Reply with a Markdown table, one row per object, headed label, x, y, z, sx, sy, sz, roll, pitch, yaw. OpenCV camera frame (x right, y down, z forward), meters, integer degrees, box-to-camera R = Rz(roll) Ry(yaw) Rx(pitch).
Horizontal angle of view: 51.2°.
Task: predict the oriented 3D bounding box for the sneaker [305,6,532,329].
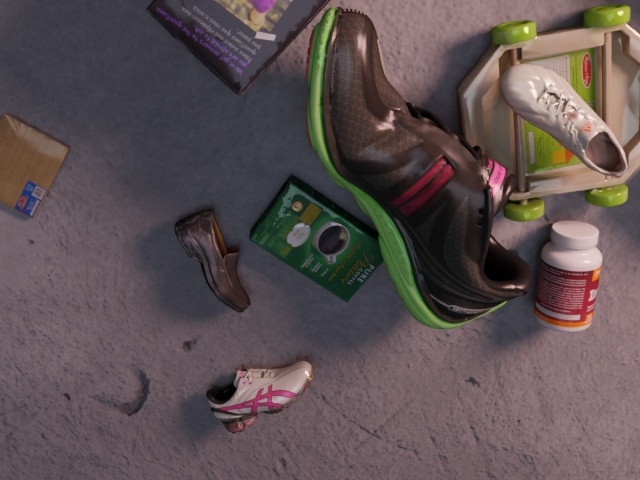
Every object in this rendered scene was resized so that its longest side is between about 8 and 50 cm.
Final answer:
| label | x | y | z | sx | sy | sz | roll | pitch | yaw |
| --- | --- | --- | --- | --- | --- | --- | --- | --- | --- |
| sneaker | 0.138 | -0.093 | 0.858 | 0.202 | 0.185 | 0.482 | -16 | 125 | 27 |

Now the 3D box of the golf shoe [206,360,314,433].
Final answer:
| label | x | y | z | sx | sy | sz | roll | pitch | yaw |
| --- | --- | --- | --- | --- | --- | --- | --- | --- | --- |
| golf shoe | -0.098 | 0.239 | 1.075 | 0.186 | 0.067 | 0.086 | -31 | 109 | 12 |

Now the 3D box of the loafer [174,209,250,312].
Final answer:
| label | x | y | z | sx | sy | sz | roll | pitch | yaw |
| --- | --- | --- | --- | --- | --- | --- | --- | --- | --- |
| loafer | -0.146 | 0.032 | 0.988 | 0.061 | 0.062 | 0.170 | -29 | 112 | 6 |

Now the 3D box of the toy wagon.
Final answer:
| label | x | y | z | sx | sy | sz | roll | pitch | yaw |
| --- | --- | --- | --- | --- | --- | --- | --- | --- | --- |
| toy wagon | 0.364 | -0.174 | 0.901 | 0.345 | 0.068 | 0.267 | -10 | 114 | 2 |

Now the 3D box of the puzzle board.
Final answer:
| label | x | y | z | sx | sy | sz | roll | pitch | yaw |
| --- | --- | --- | --- | --- | --- | --- | --- | --- | --- |
| puzzle board | -0.427 | -0.104 | 0.949 | 0.096 | 0.011 | 0.128 | 29 | 111 | -14 |

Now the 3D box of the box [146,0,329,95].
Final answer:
| label | x | y | z | sx | sy | sz | roll | pitch | yaw |
| --- | --- | --- | --- | --- | --- | --- | --- | --- | --- |
| box | -0.049 | -0.323 | 0.774 | 0.143 | 0.165 | 0.270 | 42 | 107 | -16 |

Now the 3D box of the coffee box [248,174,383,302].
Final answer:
| label | x | y | z | sx | sy | sz | roll | pitch | yaw |
| --- | --- | --- | --- | --- | --- | --- | --- | --- | --- |
| coffee box | 0.000 | 0.000 | 0.985 | 0.184 | 0.040 | 0.113 | 32 | 110 | -14 |

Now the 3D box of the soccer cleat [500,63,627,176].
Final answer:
| label | x | y | z | sx | sy | sz | roll | pitch | yaw |
| --- | --- | --- | --- | --- | --- | --- | --- | --- | --- |
| soccer cleat | 0.308 | -0.150 | 0.830 | 0.196 | 0.076 | 0.068 | 35 | 108 | -15 |

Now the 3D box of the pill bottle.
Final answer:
| label | x | y | z | sx | sy | sz | roll | pitch | yaw |
| --- | --- | --- | --- | --- | --- | --- | --- | --- | --- |
| pill bottle | 0.367 | 0.052 | 0.990 | 0.086 | 0.086 | 0.151 | -2 | 114 | 0 |
